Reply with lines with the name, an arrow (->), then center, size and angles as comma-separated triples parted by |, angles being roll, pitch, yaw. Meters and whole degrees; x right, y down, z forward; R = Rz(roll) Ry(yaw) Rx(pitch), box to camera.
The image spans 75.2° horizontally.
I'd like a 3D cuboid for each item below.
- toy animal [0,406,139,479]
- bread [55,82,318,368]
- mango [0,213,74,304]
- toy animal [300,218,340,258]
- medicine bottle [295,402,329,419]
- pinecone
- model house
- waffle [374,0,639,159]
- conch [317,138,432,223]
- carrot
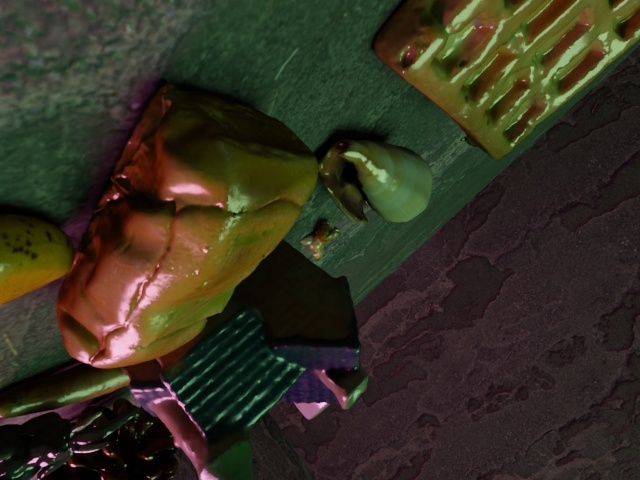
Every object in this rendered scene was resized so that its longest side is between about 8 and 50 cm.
toy animal -> -0.383, 0.276, 0.522 | 0.270, 0.082, 0.137 | -17, -174, 6
bread -> -0.138, 0.002, 0.410 | 0.294, 0.132, 0.167 | -50, 169, 26
mango -> -0.245, 0.016, 0.328 | 0.079, 0.057, 0.114 | -53, 170, 3
toy animal -> 0.000, 0.000, 0.869 | 0.083, 0.060, 0.081 | -46, -157, 17
medicine bottle -> -0.066, 0.275, 1.025 | 0.111, 0.296, 0.161 | -20, 153, -55
pinecone -> -0.385, 0.414, 0.768 | 0.264, 0.264, 0.264 | -37, 164, -12
model house -> -0.085, 0.179, 0.610 | 0.312, 0.280, 0.245 | -39, 148, -30
waffle -> 0.266, -0.265, 0.531 | 0.348, 0.077, 0.304 | 16, 127, -47
conch -> 0.089, -0.117, 0.694 | 0.158, 0.127, 0.255 | -16, 152, 26
carrot -> -0.342, 0.202, 0.615 | 0.298, 0.078, 0.078 | -10, 146, -52
